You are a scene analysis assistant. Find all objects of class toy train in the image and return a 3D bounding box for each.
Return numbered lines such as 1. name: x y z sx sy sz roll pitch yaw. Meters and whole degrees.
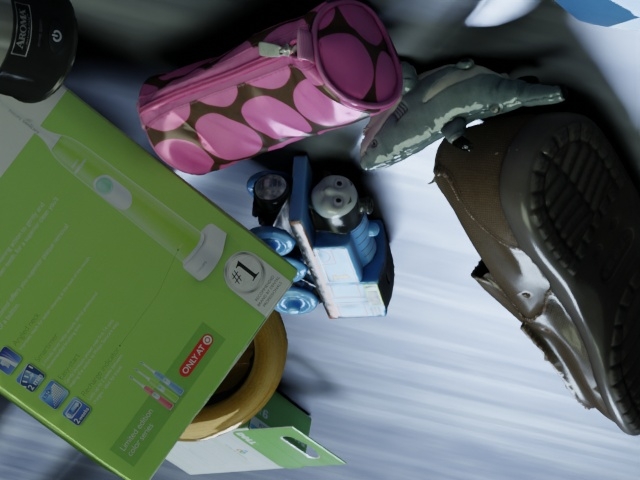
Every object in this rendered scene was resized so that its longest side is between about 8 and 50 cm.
1. toy train: 0.000 0.000 1.497 0.105 0.080 0.184 -4 148 10

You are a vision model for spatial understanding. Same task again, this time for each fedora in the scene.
1. fedora: -0.126 0.090 1.676 0.194 0.194 0.079 11 -170 1

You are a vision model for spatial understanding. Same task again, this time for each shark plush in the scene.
1. shark plush: 0.104 -0.087 1.290 0.161 0.067 0.073 -1 150 24

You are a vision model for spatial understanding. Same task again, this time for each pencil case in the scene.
1. pencil case: -0.044 -0.108 1.287 0.098 0.095 0.209 -8 171 -45

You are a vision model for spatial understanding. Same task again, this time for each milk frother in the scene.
1. milk frother: -0.263 -0.154 1.226 0.143 0.129 0.135 -21 162 36

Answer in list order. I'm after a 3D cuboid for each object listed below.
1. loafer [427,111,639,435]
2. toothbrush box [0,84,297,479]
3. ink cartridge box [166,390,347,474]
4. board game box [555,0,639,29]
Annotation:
1. loafer: 0.196 0.017 1.421 0.130 0.134 0.366 20 153 40
2. toothbrush box: -0.196 0.020 1.364 0.283 0.206 0.122 38 169 -16
3. ink cartridge box: -0.082 0.196 1.918 0.209 0.062 0.109 -8 147 33
4. board game box: 0.177 -0.191 1.103 0.169 0.033 0.133 34 151 -28
